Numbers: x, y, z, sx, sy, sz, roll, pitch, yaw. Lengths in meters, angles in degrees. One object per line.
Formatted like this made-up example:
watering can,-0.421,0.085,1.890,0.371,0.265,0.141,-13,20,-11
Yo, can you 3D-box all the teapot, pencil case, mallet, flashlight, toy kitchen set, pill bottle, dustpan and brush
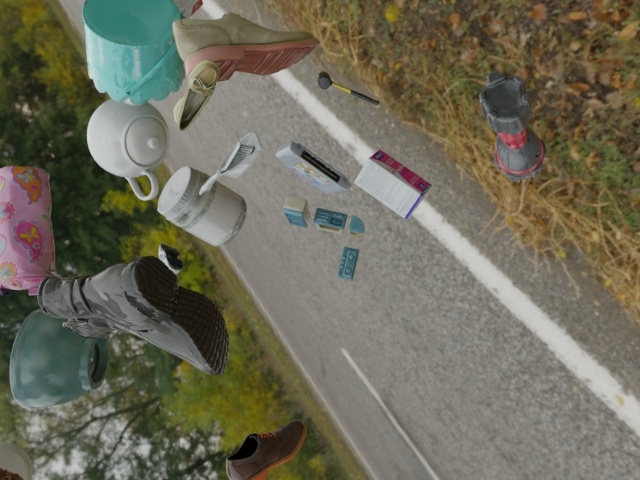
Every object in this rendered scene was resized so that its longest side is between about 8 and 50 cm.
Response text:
teapot,-0.530,-0.287,1.633,0.187,0.252,0.256,19,160,36
pencil case,-0.663,-0.024,1.266,0.124,0.124,0.284,125,135,-71
mallet,0.077,-0.415,1.569,0.062,0.190,0.039,-79,13,-61
flashlight,0.359,-0.195,1.041,0.103,0.103,0.304,21,179,25
toy kitchen set,0.000,0.000,1.427,0.122,0.207,0.166,70,-146,-74
pill bottle,-0.839,0.607,1.445,0.301,0.169,0.169,-30,87,50
dustpan and brush,-0.241,-0.193,1.481,0.060,0.211,0.147,29,-162,-27

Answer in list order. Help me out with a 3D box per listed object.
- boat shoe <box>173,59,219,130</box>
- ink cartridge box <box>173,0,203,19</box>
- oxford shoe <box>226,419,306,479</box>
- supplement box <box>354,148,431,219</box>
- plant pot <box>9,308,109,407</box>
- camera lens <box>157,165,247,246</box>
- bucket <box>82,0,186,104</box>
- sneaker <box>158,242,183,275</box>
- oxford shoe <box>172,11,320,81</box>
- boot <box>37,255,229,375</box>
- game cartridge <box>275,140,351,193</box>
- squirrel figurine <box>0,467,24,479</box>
boat shoe,-0.242,-0.281,1.101,0.153,0.056,0.048,-45,44,31
ink cartridge box,-0.452,-0.784,1.793,0.072,0.127,0.175,40,168,6
oxford shoe,-0.137,0.544,1.496,0.097,0.271,0.098,-6,105,40
supplement box,0.243,-0.189,1.892,0.220,0.111,0.114,35,126,8
plant pot,-0.758,0.357,1.693,0.293,0.196,0.293,3,-90,-90
camera lens,-0.427,-0.122,2.081,0.274,0.219,0.219,33,-177,-35
bucket,-0.485,-0.520,1.481,0.281,0.281,0.183,57,153,20
sneaker,-0.537,0.075,1.970,0.080,0.081,0.211,24,-166,-25
oxford shoe,-0.162,-0.480,1.336,0.140,0.397,0.146,-27,87,47
boot,-0.328,0.149,1.042,0.118,0.223,0.338,-83,-26,-43
game cartridge,-0.034,-0.286,2.260,0.297,0.062,0.198,33,163,-19
squirrel figurine,-0.760,0.471,1.037,0.370,0.397,0.281,72,-156,-49
